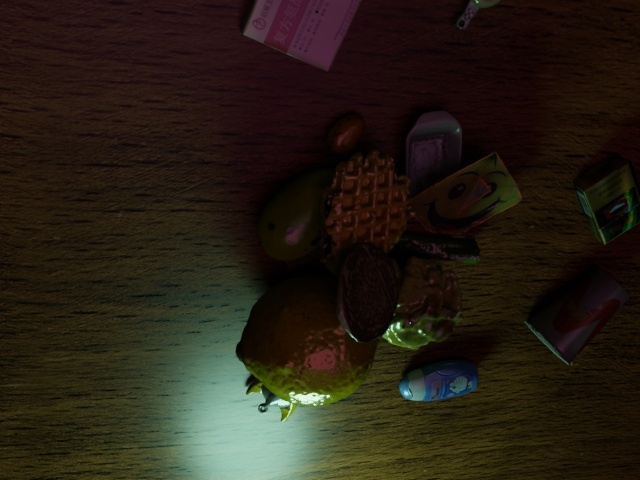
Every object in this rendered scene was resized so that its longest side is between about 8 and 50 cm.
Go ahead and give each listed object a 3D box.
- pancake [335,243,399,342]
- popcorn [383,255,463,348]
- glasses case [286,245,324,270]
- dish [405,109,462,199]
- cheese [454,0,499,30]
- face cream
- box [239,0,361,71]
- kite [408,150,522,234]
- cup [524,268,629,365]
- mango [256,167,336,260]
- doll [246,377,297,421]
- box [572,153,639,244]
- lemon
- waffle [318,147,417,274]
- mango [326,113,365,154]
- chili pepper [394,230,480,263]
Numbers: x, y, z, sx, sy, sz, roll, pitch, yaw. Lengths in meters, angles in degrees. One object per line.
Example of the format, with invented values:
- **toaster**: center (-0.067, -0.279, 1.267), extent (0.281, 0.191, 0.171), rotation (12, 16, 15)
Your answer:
- **pancake**: center (0.118, 0.135, 1.516), extent (0.250, 0.031, 0.250), rotation (0, 90, -48)
- **popcorn**: center (0.260, 0.162, 1.722), extent (0.292, 0.237, 0.293), rotation (-8, 124, -11)
- **glasses case**: center (0.000, 0.000, 1.659), extent (0.218, 0.049, 0.075), rotation (-24, 125, -1)
- **dish**: center (0.283, -0.227, 1.591), extent (0.154, 0.064, 0.234), rotation (-10, 124, -10)
- **cheese**: center (0.375, -0.568, 1.417), extent (0.092, 0.047, 0.171), rotation (6, 119, -16)
- **face cream**: center (0.388, 0.467, 2.038), extent (0.263, 0.083, 0.149), rotation (-8, 119, -11)
- **box**: center (-0.006, -0.566, 1.302), extent (0.214, 0.069, 0.353), rotation (18, 113, -24)
- **kite**: center (0.397, -0.120, 1.655), extent (0.377, 0.013, 0.327), rotation (-1, 142, -20)
- **cup**: center (0.832, 0.235, 1.973), extent (0.288, 0.203, 0.203), rotation (-43, 122, 4)
- **mango**: center (-0.036, -0.071, 1.553), extent (0.293, 0.143, 0.175), rotation (-41, 113, -1)
- **doll**: center (-0.086, 0.415, 1.863), extent (0.145, 0.103, 0.316), rotation (34, 102, -26)
- **box**: center (0.862, -0.120, 1.819), extent (0.159, 0.071, 0.240), rotation (-36, 124, 4)
- **lemon**: center (-0.033, 0.263, 1.639), extent (0.387, 0.350, 0.350), rotation (-4, 122, -3)
- **waffle**: center (0.104, -0.066, 1.521), extent (0.307, 0.060, 0.312), rotation (-41, 126, -8)
- **mango**: center (0.064, -0.262, 1.512), extent (0.114, 0.057, 0.079), rotation (-44, 115, 9)
- **chili pepper**: center (0.292, 0.014, 1.729), extent (0.359, 0.085, 0.076), rotation (7, 146, -22)
